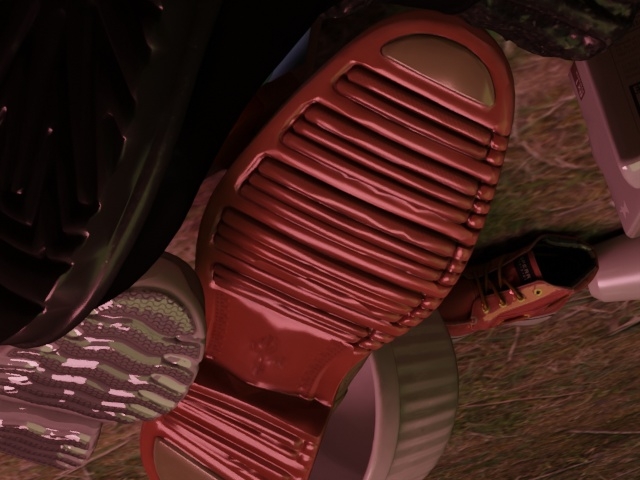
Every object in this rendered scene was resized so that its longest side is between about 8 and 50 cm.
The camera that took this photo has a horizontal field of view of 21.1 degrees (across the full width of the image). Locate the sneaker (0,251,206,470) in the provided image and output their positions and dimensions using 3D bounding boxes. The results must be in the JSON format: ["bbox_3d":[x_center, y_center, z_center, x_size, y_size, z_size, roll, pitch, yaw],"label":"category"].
[{"bbox_3d":[-0.141,0.046,0.994,0.105,0.115,0.281,19,155,-20],"label":"sneaker"}]

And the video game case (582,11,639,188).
[{"bbox_3d":[0.220,-0.149,0.793,0.227,0.206,0.026,-24,142,16],"label":"video game case"}]

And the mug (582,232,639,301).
[{"bbox_3d":[0.250,0.025,1.396,0.064,0.062,0.078,-13,152,13],"label":"mug"}]

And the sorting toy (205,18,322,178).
[{"bbox_3d":[-0.075,-0.066,0.914,0.193,0.038,0.208,-30,162,-22],"label":"sorting toy"}]

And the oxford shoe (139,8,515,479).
[{"bbox_3d":[0.000,0.000,1.021,0.140,0.146,0.397,30,129,-4],"label":"oxford shoe"}]

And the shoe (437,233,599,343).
[{"bbox_3d":[0.135,0.035,1.340,0.178,0.063,0.081,-6,154,-35],"label":"shoe"}]

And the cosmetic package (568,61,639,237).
[{"bbox_3d":[0.288,-0.096,1.062,0.238,0.127,0.107,-12,157,-14],"label":"cosmetic package"}]

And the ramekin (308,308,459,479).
[{"bbox_3d":[0.003,0.101,1.229,0.109,0.207,0.207,-6,156,-46],"label":"ramekin"}]

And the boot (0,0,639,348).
[{"bbox_3d":[0.005,-0.102,0.689,0.260,0.131,0.348,13,108,-47],"label":"boot"}]
